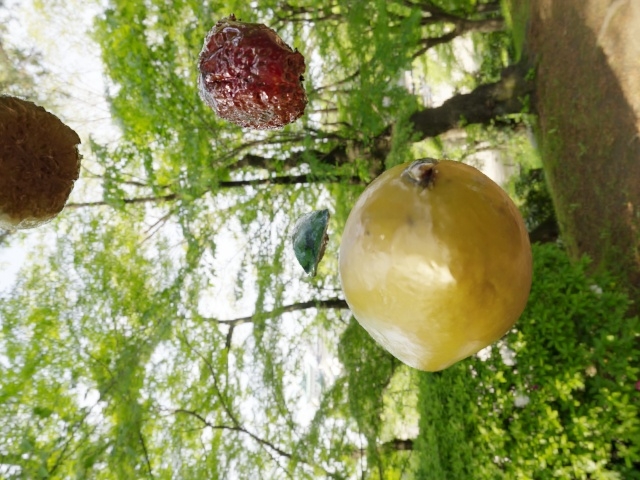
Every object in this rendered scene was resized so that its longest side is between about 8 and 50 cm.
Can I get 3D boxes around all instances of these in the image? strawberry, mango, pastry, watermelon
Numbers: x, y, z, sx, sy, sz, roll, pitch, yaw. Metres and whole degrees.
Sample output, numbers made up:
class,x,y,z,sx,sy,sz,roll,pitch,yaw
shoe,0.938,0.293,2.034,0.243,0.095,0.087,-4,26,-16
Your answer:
class,x,y,z,sx,sy,sz,roll,pitch,yaw
strawberry,-0.164,-0.360,1.105,0.274,0.220,0.274,48,168,14
mango,0.105,0.041,0.481,0.316,0.177,0.119,84,-159,-51
pastry,-0.453,-0.113,0.719,0.182,0.093,0.192,45,-131,-48
watermelon,-0.009,-0.001,0.971,0.080,0.101,0.155,38,-137,-15
